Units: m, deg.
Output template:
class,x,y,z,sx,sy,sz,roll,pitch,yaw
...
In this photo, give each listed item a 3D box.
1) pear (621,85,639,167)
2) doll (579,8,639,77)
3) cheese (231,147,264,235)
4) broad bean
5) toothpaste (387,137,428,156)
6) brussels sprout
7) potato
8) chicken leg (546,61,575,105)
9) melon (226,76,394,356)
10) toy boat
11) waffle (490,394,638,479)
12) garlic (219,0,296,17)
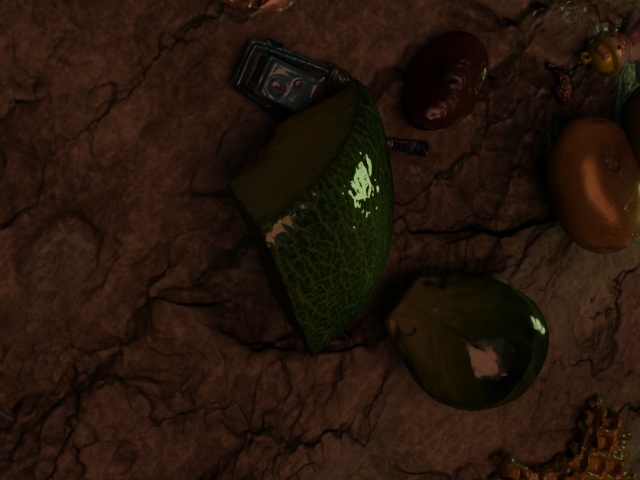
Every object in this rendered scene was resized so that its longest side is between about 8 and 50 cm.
class,x,y,z,sx,sy,sz,roll,pitch,yaw
pear,0.594,-0.180,1.659,0.166,0.216,0.180,-2,117,-20
doll,0.517,-0.319,1.657,0.207,0.081,0.129,-15,71,-10
cheese,-0.030,-0.029,1.536,0.255,0.050,0.127,36,90,-27
broad bean,0.192,-0.243,1.547,0.114,0.084,0.165,22,90,-24
toothpaste,0.133,-0.148,1.587,0.083,0.019,0.027,6,79,-25
brussels sprout,0.228,0.155,1.622,0.271,0.210,0.219,29,88,-12
potato,0.449,-0.089,1.671,0.150,0.146,0.234,-36,107,-55
chicken leg,0.394,-0.260,1.661,0.036,0.021,0.083,-25,113,-4
melon,0.000,0.000,1.439,0.226,0.331,0.344,-4,134,23
toy boat,-0.008,-0.208,1.467,0.237,0.098,0.109,21,100,-27
waffle,0.459,0.446,1.874,0.293,0.069,0.260,-28,113,-11
garlic,-0.081,-0.409,1.375,0.217,0.110,0.228,32,81,-16
